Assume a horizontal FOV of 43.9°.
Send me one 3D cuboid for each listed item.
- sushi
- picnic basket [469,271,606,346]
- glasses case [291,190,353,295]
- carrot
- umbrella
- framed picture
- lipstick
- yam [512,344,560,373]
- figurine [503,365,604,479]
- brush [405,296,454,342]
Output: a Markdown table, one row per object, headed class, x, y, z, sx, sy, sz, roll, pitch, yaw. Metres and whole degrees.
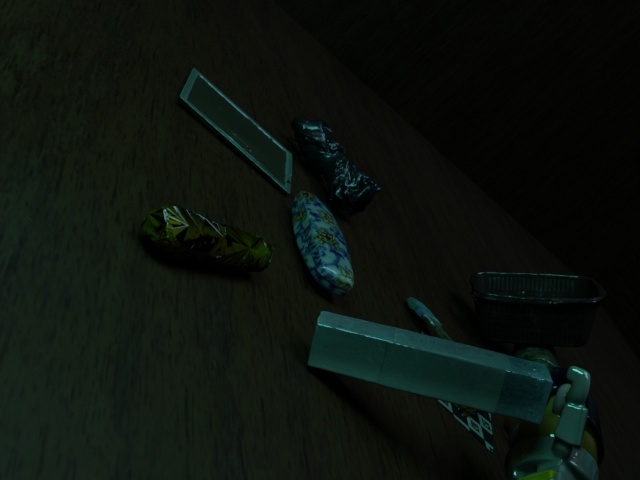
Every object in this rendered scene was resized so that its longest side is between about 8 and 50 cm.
| class | x | y | z | sx | sy | sz | roll | pitch | yaw |
| --- | --- | --- | --- | --- | --- | --- | --- | --- | --- |
| sushi | 0.261 | 0.260 | 1.434 | 0.192 | 0.040 | 0.210 | 44 | 18 | -7 |
| picnic basket | 0.486 | 0.158 | 1.798 | 0.222 | 0.296 | 0.129 | -48 | 139 | -75 |
| glasses case | 0.000 | 0.000 | 1.361 | 0.087 | 0.065 | 0.248 | 37 | 21 | -29 |
| carrot | -0.141 | 0.003 | 1.051 | 0.228 | 0.069 | 0.069 | 19 | 32 | -56 |
| umbrella | 0.018 | -0.167 | 1.701 | 0.122 | 0.110 | 0.272 | 18 | 29 | -55 |
| framed picture | -0.158 | -0.213 | 1.536 | 0.273 | 0.016 | 0.216 | 41 | 18 | -18 |
| lipstick | 0.145 | 0.168 | 1.071 | 0.317 | 0.068 | 0.066 | 14 | 15 | 4 |
| yam | 0.486 | 0.279 | 1.792 | 0.107 | 0.107 | 0.194 | 46 | 18 | -2 |
| figurine | 0.328 | 0.312 | 1.136 | 0.143 | 0.309 | 0.308 | 34 | 18 | 3 |
| brush | 0.224 | 0.171 | 1.513 | 0.070 | 0.021 | 0.196 | 36 | 10 | -34 |
